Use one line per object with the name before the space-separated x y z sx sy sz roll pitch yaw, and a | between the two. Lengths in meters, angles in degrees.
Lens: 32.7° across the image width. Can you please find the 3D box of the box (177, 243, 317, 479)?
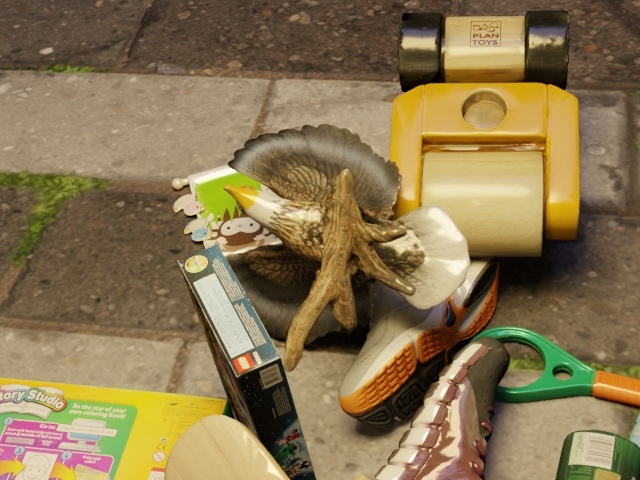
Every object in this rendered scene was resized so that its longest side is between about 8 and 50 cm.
box | -0.067 0.138 1.062 0.044 0.233 0.159 -24 47 -11

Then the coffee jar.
coffee jar | 0.242 0.270 0.986 0.079 0.096 0.184 8 48 19

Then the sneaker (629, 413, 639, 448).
sneaker | 0.370 0.224 1.054 0.162 0.063 0.073 31 74 37

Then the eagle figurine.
eagle figurine | -0.008 -0.008 1.141 0.226 0.225 0.298 -32 9 -8

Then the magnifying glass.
magnifying glass | 0.267 0.146 1.160 0.231 0.026 0.092 10 47 20

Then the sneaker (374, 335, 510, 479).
sneaker | 0.150 0.234 1.044 0.162 0.106 0.281 27 65 23

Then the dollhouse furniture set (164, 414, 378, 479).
dollhouse furniture set | -0.094 0.310 0.826 0.394 0.362 0.256 -47 52 3

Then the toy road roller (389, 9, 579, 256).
toy road roller | 0.196 -0.105 1.293 0.202 0.240 0.329 1 63 10

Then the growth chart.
growth chart | -0.086 -0.030 1.384 0.172 0.021 0.237 -23 46 -13

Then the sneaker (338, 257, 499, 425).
sneaker | 0.087 0.097 1.193 0.121 0.099 0.262 19 43 34

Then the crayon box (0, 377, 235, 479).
crayon box | -0.237 0.234 1.097 0.278 0.081 0.165 4 46 11
